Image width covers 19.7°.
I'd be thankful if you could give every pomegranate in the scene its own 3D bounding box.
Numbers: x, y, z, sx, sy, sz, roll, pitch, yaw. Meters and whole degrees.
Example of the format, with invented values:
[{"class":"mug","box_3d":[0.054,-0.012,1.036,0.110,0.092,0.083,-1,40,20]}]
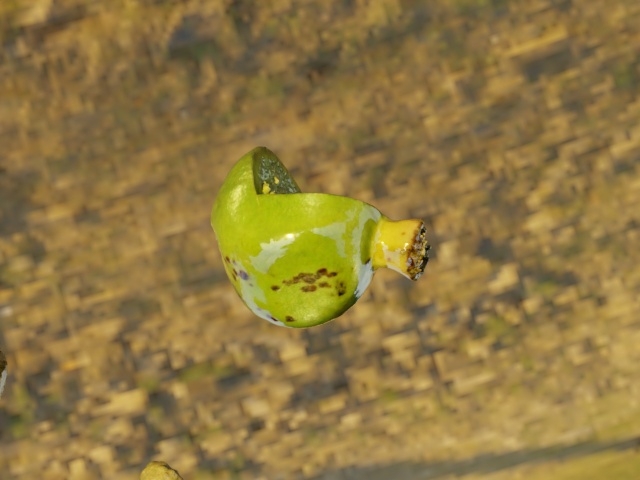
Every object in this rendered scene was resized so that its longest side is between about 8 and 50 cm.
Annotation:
[{"class":"pomegranate","box_3d":[-0.009,0.010,1.421,0.122,0.169,0.143,-58,164,-15]}]

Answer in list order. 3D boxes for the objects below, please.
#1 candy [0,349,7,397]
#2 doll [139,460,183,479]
[{"class":"candy","box_3d":[-0.335,0.071,1.223,0.260,0.118,0.260,19,-179,0]},{"class":"doll","box_3d":[-0.069,0.308,1.415,0.202,0.286,0.091,-55,163,-31]}]
